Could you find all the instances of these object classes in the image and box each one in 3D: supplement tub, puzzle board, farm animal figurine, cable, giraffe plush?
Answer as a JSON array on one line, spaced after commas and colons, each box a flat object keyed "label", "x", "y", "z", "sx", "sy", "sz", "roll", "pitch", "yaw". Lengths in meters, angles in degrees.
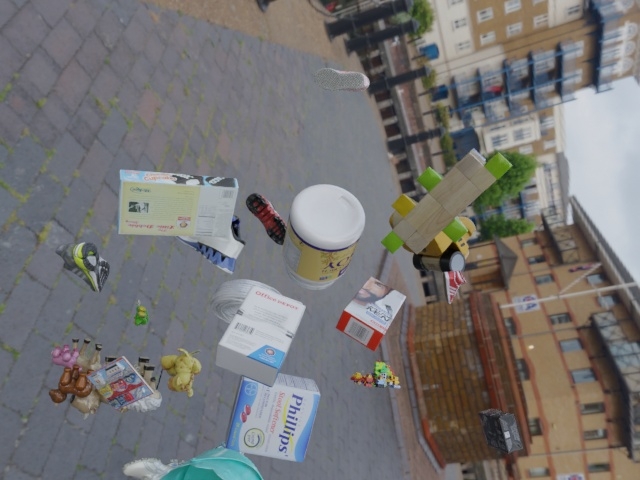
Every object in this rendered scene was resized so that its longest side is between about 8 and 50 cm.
[{"label": "supplement tub", "x": 0.000, "y": 0.000, "z": 1.657, "sx": 0.331, "sy": 0.240, "sz": 0.241, "roll": 106, "pitch": -15, "yaw": -55}, {"label": "puzzle board", "x": -0.401, "y": 0.287, "z": 0.989, "sx": 0.096, "sy": 0.128, "sz": 0.011, "roll": 55, "pitch": 28, "yaw": -13}, {"label": "farm animal figurine", "x": -0.638, "y": 0.425, "z": 1.463, "sx": 0.330, "sy": 0.326, "sz": 0.172, "roll": -161, "pitch": -96, "yaw": -71}, {"label": "cable", "x": -0.244, "y": 0.222, "z": 1.682, "sx": 0.257, "sy": 0.256, "sz": 0.089, "roll": 72, "pitch": 26, "yaw": -55}, {"label": "giraffe plush", "x": -0.609, "y": 0.597, "z": 2.195, "sx": 0.181, "sy": 0.210, "sz": 0.171, "roll": 30, "pitch": 37, "yaw": -32}]

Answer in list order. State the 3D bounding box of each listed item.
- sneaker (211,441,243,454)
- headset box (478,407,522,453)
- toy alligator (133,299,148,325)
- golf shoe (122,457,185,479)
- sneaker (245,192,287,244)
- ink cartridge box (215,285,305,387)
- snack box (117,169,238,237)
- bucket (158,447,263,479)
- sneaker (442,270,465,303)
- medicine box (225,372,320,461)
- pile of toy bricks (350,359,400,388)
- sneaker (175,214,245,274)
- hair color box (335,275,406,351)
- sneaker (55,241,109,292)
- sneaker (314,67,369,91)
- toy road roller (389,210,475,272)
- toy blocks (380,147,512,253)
[{"label": "sneaker", "x": -0.406, "y": 0.914, "z": 2.118, "sx": 0.283, "sy": 0.110, "sz": 0.122, "roll": -29, "pitch": 144, "yaw": -59}, {"label": "headset box", "x": 0.328, "y": 0.348, "z": 0.915, "sx": 0.083, "sy": 0.032, "sz": 0.062, "roll": 130, "pitch": -52, "yaw": -75}, {"label": "toy alligator", "x": -0.753, "y": 0.309, "z": 2.102, "sx": 0.051, "sy": 0.056, "sz": 0.190, "roll": 25, "pitch": 14, "yaw": -26}, {"label": "golf shoe", "x": -0.452, "y": 0.646, "z": 1.357, "sx": 0.176, "sy": 0.069, "sz": 0.086, "roll": 13, "pitch": 43, "yaw": -23}, {"label": "sneaker", "x": -0.229, "y": -0.099, "z": 2.270, "sx": 0.276, "sy": 0.097, "sz": 0.135, "roll": 52, "pitch": 5, "yaw": -3}, {"label": "ink cartridge box", "x": -0.139, "y": 0.223, "z": 1.187, "sx": 0.203, "sy": 0.148, "sz": 0.086, "roll": -64, "pitch": 172, "yaw": -50}, {"label": "snack box", "x": -0.413, "y": -0.101, "z": 1.441, "sx": 0.060, "sy": 0.321, "sz": 0.187, "roll": -115, "pitch": -145, "yaw": -46}, {"label": "bucket", "x": -0.273, "y": 0.665, "z": 1.230, "sx": 0.183, "sy": 0.280, "sz": 0.282, "roll": 15, "pitch": 62, "yaw": -78}, {"label": "sneaker", "x": 0.427, "y": 0.148, "z": 1.577, "sx": 0.042, "sy": 0.066, "sz": 0.119, "roll": -99, "pitch": 178, "yaw": -62}, {"label": "medicine box", "x": -0.177, "y": 0.634, "z": 1.823, "sx": 0.149, "sy": 0.289, "sz": 0.264, "roll": -159, "pitch": -97, "yaw": -80}, {"label": "pile of toy bricks", "x": 0.234, "y": 0.531, "z": 1.992, "sx": 0.212, "sy": 0.118, "sz": 0.105, "roll": 13, "pitch": 76, "yaw": -29}, {"label": "sneaker", "x": -0.378, "y": -0.034, "z": 1.736, "sx": 0.182, "sy": 0.315, "sz": 0.127, "roll": -55, "pitch": 162, "yaw": -8}, {"label": "hair color box", "x": 0.108, "y": 0.147, "z": 1.033, "sx": 0.167, "sy": 0.093, "sz": 0.053, "roll": -40, "pitch": 157, "yaw": -60}, {"label": "sneaker", "x": -0.881, "y": 0.095, "z": 1.858, "sx": 0.300, "sy": 0.121, "sz": 0.111, "roll": 96, "pitch": 5, "yaw": -54}, {"label": "sneaker", "x": 0.055, "y": -0.385, "z": 1.203, "sx": 0.070, "sy": 0.134, "sz": 0.051, "roll": -24, "pitch": 123, "yaw": -64}, {"label": "toy road roller", "x": 0.447, "y": -0.037, "z": 1.902, "sx": 0.241, "sy": 0.202, "sz": 0.330, "roll": -48, "pitch": 117, "yaw": -22}, {"label": "toy blocks", "x": 0.359, "y": -0.122, "z": 1.414, "sx": 0.191, "sy": 0.381, "sz": 0.261, "roll": 45, "pitch": 24, "yaw": 4}]
